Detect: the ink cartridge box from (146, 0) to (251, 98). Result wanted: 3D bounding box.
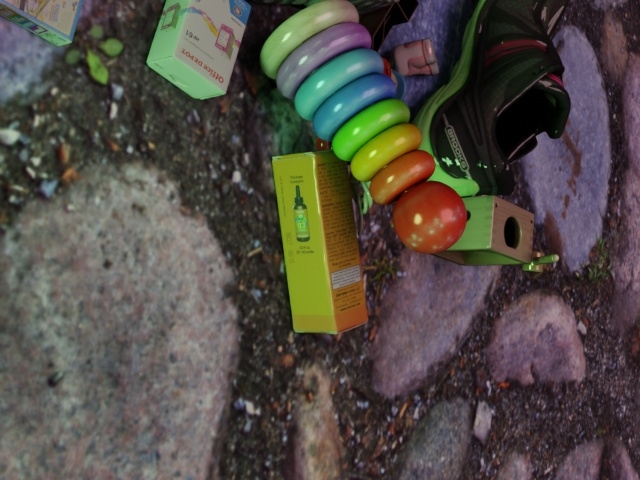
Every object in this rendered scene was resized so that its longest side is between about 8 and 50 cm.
[{"bbox_3d":[-0.139,-0.238,1.076,0.089,0.052,0.122,31,67,-44],"label":"ink cartridge box"}]

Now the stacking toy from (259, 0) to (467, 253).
[{"bbox_3d":[0.062,-0.126,1.138,0.141,0.141,0.330,-22,77,-47],"label":"stacking toy"}]

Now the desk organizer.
[{"bbox_3d":[0.091,-0.315,1.342,0.047,0.050,0.130,52,53,-34],"label":"desk organizer"}]

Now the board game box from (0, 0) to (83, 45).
[{"bbox_3d":[-0.281,-0.289,0.936,0.103,0.026,0.154,26,69,-45],"label":"board game box"}]

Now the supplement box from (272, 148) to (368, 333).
[{"bbox_3d":[0.000,0.000,1.205,0.080,0.078,0.233,-17,101,-48],"label":"supplement box"}]

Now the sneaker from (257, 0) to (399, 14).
[{"bbox_3d":[0.008,-0.362,1.212,0.281,0.105,0.115,-1,83,-51],"label":"sneaker"}]

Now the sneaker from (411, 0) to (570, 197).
[{"bbox_3d":[0.305,-0.239,1.448,0.482,0.202,0.185,-62,149,-25],"label":"sneaker"}]

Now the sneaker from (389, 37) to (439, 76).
[{"bbox_3d":[0.140,-0.273,1.406,0.134,0.070,0.050,-10,87,-78],"label":"sneaker"}]

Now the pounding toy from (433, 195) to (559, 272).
[{"bbox_3d":[0.290,-0.011,1.456,0.206,0.181,0.094,17,75,-47],"label":"pounding toy"}]

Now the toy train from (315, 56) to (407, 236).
[{"bbox_3d":[0.070,-0.131,1.285,0.143,0.105,0.247,-6,93,-62],"label":"toy train"}]
